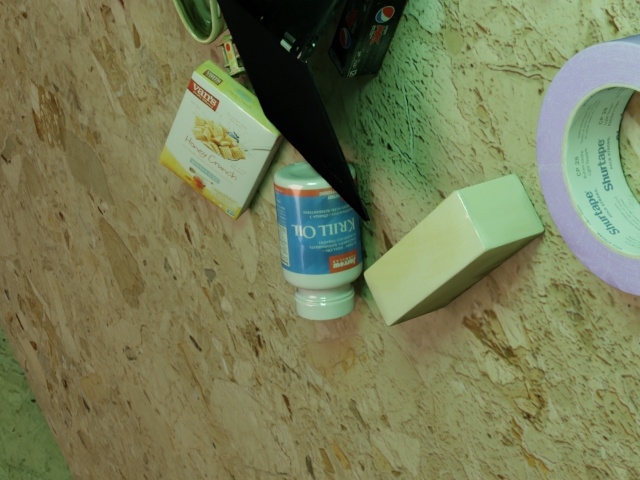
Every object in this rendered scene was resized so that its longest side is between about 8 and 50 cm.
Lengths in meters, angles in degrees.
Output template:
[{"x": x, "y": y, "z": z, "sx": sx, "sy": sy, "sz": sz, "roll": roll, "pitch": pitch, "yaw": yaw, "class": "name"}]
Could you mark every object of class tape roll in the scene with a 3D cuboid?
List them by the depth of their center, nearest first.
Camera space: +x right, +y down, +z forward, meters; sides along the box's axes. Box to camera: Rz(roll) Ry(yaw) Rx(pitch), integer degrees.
[{"x": 0.355, "y": -0.082, "z": 1.410, "sx": 0.275, "sy": 0.090, "sz": 0.275, "roll": 30, "pitch": 128, "yaw": 49, "class": "tape roll"}]

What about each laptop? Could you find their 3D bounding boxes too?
[{"x": 0.011, "y": -0.312, "z": 1.812, "sx": 0.408, "sy": 0.236, "sz": 0.382, "roll": -57, "pitch": 36, "yaw": 12, "class": "laptop"}]

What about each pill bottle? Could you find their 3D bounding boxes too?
[{"x": 0.000, "y": 0.000, "z": 1.978, "sx": 0.124, "sy": 0.124, "sz": 0.222, "roll": 21, "pitch": 122, "yaw": 53, "class": "pill bottle"}]

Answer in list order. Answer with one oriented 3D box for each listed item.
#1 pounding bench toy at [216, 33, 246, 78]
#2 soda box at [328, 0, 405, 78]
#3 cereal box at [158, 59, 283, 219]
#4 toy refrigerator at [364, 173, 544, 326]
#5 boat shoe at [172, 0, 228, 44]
[{"x": -0.134, "y": -0.297, "z": 2.118, "sx": 0.083, "sy": 0.052, "sz": 0.065, "roll": -14, "pitch": 92, "yaw": 59, "class": "pounding bench toy"}, {"x": 0.066, "y": -0.299, "z": 1.791, "sx": 0.053, "sy": 0.060, "sz": 0.169, "roll": 60, "pitch": 147, "yaw": 29, "class": "soda box"}, {"x": -0.161, "y": -0.160, "z": 2.168, "sx": 0.173, "sy": 0.047, "sz": 0.240, "roll": 38, "pitch": 141, "yaw": 7, "class": "cereal box"}, {"x": 0.167, "y": 0.013, "z": 1.741, "sx": 0.094, "sy": 0.102, "sz": 0.269, "roll": 66, "pitch": 149, "yaw": 13, "class": "toy refrigerator"}, {"x": -0.206, "y": -0.463, "z": 2.001, "sx": 0.121, "sy": 0.110, "sz": 0.341, "roll": -5, "pitch": 124, "yaw": 31, "class": "boat shoe"}]
